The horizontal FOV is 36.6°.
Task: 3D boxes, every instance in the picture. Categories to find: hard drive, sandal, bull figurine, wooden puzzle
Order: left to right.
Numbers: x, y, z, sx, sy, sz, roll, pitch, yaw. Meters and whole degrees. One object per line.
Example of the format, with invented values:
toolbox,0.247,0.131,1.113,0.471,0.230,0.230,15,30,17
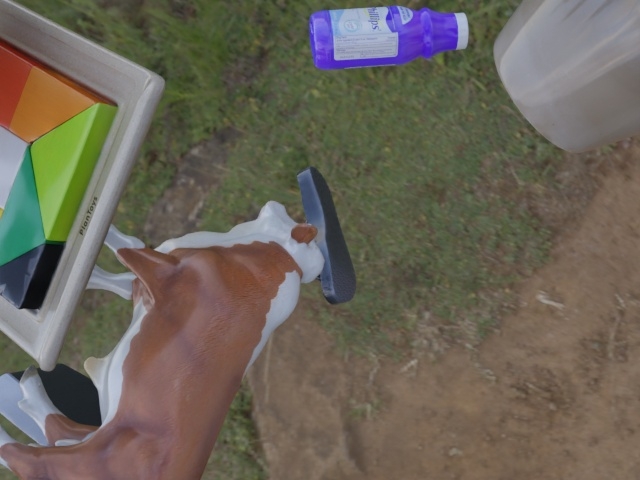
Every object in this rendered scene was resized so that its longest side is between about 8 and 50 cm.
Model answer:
wooden puzzle,-0.228,-0.053,0.711,0.239,0.044,0.220,31,102,37
hard drive,-0.334,0.260,1.379,0.255,0.172,0.054,30,101,19
bull figurine,-0.124,0.079,0.761,0.189,0.101,0.310,22,68,2
sandal,0.000,0.000,1.487,0.055,0.097,0.254,-26,49,16

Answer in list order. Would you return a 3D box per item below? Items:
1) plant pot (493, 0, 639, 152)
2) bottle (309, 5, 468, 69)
plant pot,0.378,-0.256,1.181,0.280,0.323,0.323,-37,61,35
bottle,0.124,-0.373,1.762,0.283,0.092,0.118,-4,42,-3
